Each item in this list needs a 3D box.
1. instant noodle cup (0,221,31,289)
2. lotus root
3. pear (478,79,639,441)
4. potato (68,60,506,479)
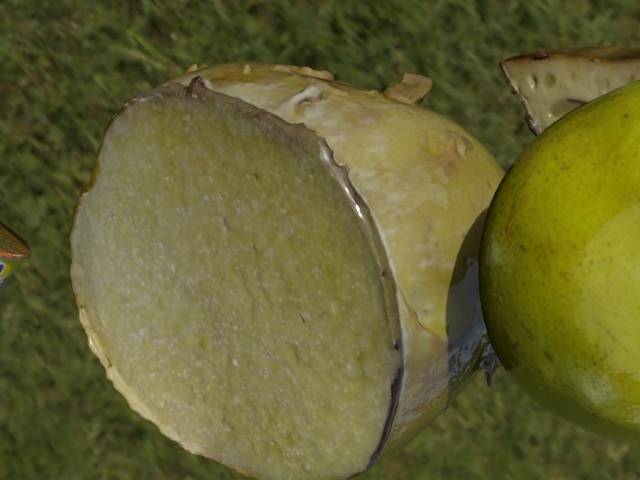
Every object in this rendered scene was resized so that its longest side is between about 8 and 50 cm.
[{"bbox_3d":[-0.438,0.041,1.851,0.213,0.213,0.174,21,99,-43],"label":"instant noodle cup"},{"bbox_3d":[0.282,-0.087,1.544,0.074,0.261,0.170,-11,162,-48],"label":"lotus root"},{"bbox_3d":[0.256,0.020,1.357,0.294,0.294,0.294,-19,131,-23],"label":"pear"},{"bbox_3d":[0.000,0.000,1.667,0.319,0.442,0.385,-24,113,-45],"label":"potato"}]
